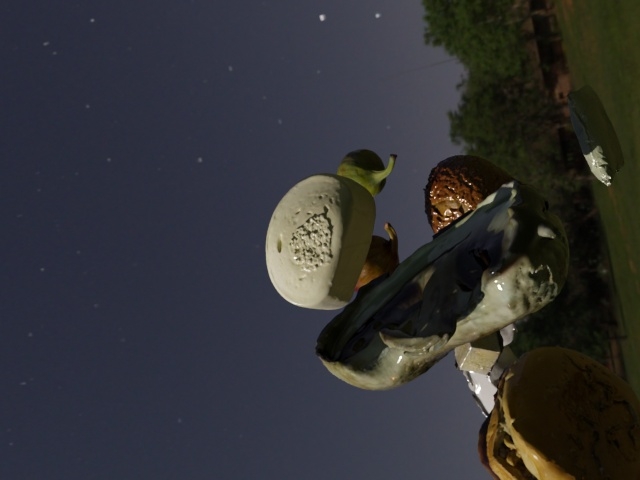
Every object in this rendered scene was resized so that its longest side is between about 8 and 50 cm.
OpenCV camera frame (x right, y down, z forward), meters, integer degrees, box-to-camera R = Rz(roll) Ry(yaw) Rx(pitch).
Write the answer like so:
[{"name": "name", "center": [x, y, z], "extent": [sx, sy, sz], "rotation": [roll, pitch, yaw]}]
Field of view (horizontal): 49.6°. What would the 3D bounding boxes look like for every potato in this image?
[{"name": "potato", "center": [0.272, 0.171, 1.217], "extent": [0.122, 0.061, 0.086], "rotation": [-89, 13, -50]}]

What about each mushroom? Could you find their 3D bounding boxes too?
[{"name": "mushroom", "center": [0.147, 0.074, 0.798], "extent": [0.130, 0.344, 0.247], "rotation": [43, -148, -8]}]

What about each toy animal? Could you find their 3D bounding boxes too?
[{"name": "toy animal", "center": [0.512, 0.377, 1.980], "extent": [0.154, 0.209, 0.325], "rotation": [-26, -73, -43]}]

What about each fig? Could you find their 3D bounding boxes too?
[{"name": "fig", "center": [0.143, -0.185, 1.863], "extent": [0.149, 0.245, 0.149], "rotation": [2, -94, -29]}, {"name": "fig", "center": [0.153, 0.049, 1.861], "extent": [0.175, 0.207, 0.175], "rotation": [43, -159, -21]}]

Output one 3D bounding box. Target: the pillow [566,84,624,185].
[{"name": "pillow", "center": [0.785, -0.307, 1.982], "extent": [0.281, 0.076, 0.274], "rotation": [-30, -84, -56]}]

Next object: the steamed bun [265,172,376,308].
[{"name": "steamed bun", "center": [0.000, 0.000, 1.278], "extent": [0.200, 0.155, 0.250], "rotation": [5, -77, -69]}]

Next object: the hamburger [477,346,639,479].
[{"name": "hamburger", "center": [0.444, 0.352, 1.262], "extent": [0.284, 0.174, 0.304], "rotation": [31, -134, -1]}]

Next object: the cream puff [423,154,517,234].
[{"name": "cream puff", "center": [0.403, -0.079, 1.840], "extent": [0.212, 0.303, 0.303], "rotation": [-48, -48, -23]}]
